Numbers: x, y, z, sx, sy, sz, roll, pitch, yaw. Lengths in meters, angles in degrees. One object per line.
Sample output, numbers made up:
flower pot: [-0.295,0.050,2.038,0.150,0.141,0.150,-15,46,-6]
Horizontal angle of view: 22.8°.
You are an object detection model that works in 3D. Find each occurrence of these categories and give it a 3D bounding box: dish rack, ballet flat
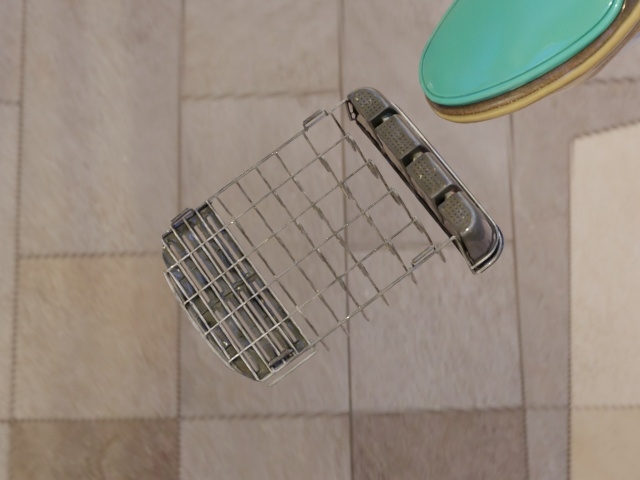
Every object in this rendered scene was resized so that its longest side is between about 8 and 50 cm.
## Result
dish rack: [0.000,0.000,1.421,0.271,0.074,0.208,-36,61,-1]
ballet flat: [0.143,-0.124,0.698,0.232,0.073,0.080,-41,53,31]
